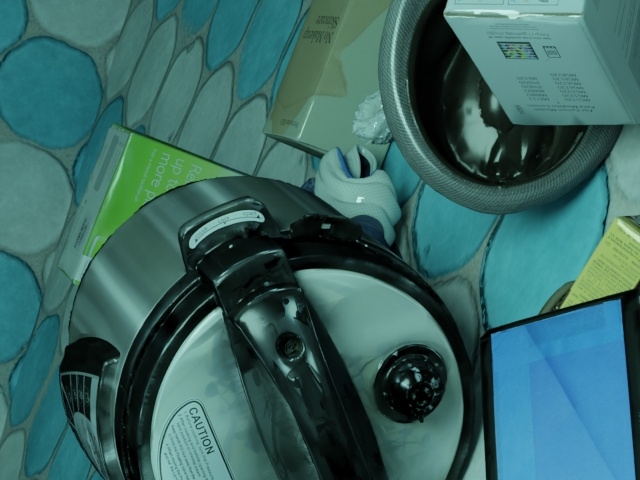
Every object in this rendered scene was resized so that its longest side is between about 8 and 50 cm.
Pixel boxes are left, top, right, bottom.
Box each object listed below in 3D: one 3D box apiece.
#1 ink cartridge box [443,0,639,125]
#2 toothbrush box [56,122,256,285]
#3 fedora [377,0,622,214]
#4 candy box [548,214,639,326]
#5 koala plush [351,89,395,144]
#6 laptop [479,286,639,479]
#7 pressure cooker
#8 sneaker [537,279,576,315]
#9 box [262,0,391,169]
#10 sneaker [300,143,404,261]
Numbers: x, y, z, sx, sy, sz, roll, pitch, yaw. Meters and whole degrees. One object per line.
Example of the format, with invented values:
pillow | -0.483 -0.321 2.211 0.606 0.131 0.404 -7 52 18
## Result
ink cartridge box | 0.238 -0.269 1.752 0.130 0.272 0.309 3 67 25
toothbrush box | -0.166 -0.004 2.496 0.206 0.283 0.122 -68 22 2
fedora | 0.181 -0.162 1.915 0.124 0.244 0.275 24 -120 -86
candy box | 0.245 0.067 1.652 0.053 0.109 0.186 40 113 25
koala plush | 0.142 -0.177 2.065 0.203 0.196 0.221 133 152 -68
laptop | 0.204 0.124 1.484 0.264 0.137 0.234 91 179 -64
pressure cooker | -0.048 0.139 1.945 0.375 0.370 0.420 -65 24 6
sneaker | 0.198 0.122 1.780 0.188 0.066 0.071 -69 20 -1
box | 0.053 -0.251 2.418 0.311 0.121 0.148 -69 21 -2
sneaker | 0.000 0.000 2.331 0.236 0.130 0.323 -63 17 -8
